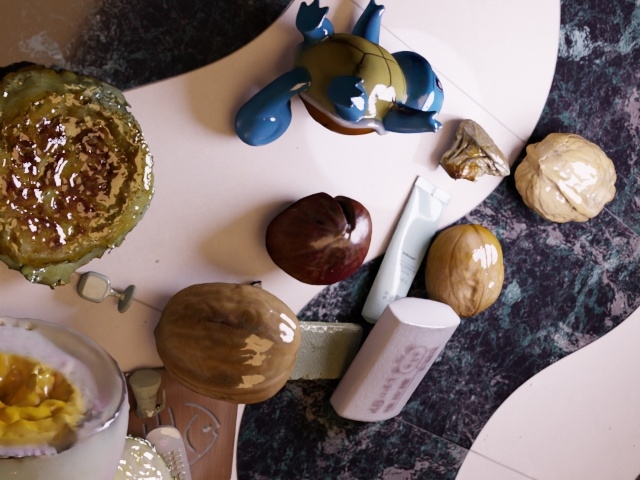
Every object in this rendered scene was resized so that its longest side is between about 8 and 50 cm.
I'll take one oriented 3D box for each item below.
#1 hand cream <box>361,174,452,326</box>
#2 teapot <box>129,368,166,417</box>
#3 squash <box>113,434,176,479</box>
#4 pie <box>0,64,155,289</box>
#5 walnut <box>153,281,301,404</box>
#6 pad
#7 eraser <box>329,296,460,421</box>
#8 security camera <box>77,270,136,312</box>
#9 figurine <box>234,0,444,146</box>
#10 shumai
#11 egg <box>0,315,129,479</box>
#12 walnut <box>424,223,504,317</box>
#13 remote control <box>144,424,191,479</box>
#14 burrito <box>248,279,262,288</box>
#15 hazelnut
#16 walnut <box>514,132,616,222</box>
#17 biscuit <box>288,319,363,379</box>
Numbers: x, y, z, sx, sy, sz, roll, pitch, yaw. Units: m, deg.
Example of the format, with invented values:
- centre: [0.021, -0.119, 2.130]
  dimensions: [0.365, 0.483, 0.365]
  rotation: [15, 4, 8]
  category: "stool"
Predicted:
- centre: [0.177, 0.032, 1.948]
  dimensions: [0.109, 0.067, 0.320]
  rotation: [28, 86, -37]
  category: "hand cream"
- centre: [-0.309, 0.280, 1.692]
  dimensions: [0.057, 0.067, 0.083]
  rotation: [-60, 156, -62]
  category: "teapot"
- centre: [-0.405, 0.484, 1.688]
  dimensions: [0.189, 0.189, 0.260]
  rotation: [28, 126, -37]
  category: "squash"
- centre: [-0.410, -0.098, 1.486]
  dimensions: [0.288, 0.103, 0.354]
  rotation: [-25, 116, -31]
  category: "pie"
- centre: [-0.165, 0.178, 1.666]
  dimensions: [0.261, 0.225, 0.225]
  rotation: [6, 106, 0]
  category: "walnut"
- centre: [-0.285, 0.370, 1.780]
  dimensions: [0.284, 0.018, 0.286]
  rotation: [-3, 108, -32]
  category: "pad"
- centre: [0.149, 0.244, 1.918]
  dimensions: [0.174, 0.095, 0.270]
  rotation: [6, 126, -37]
  category: "eraser"
- centre: [-0.369, 0.084, 1.615]
  dimensions: [0.092, 0.058, 0.058]
  rotation: [29, 90, -24]
  category: "security camera"
- centre: [0.059, -0.270, 1.665]
  dimensions: [0.416, 0.298, 0.243]
  rotation: [-13, 147, -27]
  category: "figurine"
- centre: [0.305, -0.172, 1.934]
  dimensions: [0.116, 0.145, 0.145]
  rotation: [-38, 126, 10]
  category: "shumai"
- centre: [-0.488, 0.341, 1.447]
  dimensions: [0.354, 0.354, 0.340]
  rotation: [-3, 122, -32]
  category: "egg"
- centre: [0.301, 0.065, 1.970]
  dimensions: [0.167, 0.167, 0.207]
  rotation: [-10, 113, -30]
  category: "walnut"
- centre: [-0.283, 0.435, 1.769]
  dimensions: [0.073, 0.044, 0.229]
  rotation: [-13, 120, -11]
  category: "remote control"
- centre: [-0.120, 0.161, 1.803]
  dimensions: [0.051, 0.042, 0.171]
  rotation: [-27, 125, -43]
  category: "burrito"
- centre: [0.000, 0.000, 1.747]
  dimensions: [0.204, 0.178, 0.178]
  rotation: [5, 104, -26]
  category: "hazelnut"
- centre: [0.527, -0.133, 2.035]
  dimensions: [0.245, 0.198, 0.198]
  rotation: [20, 95, -46]
  category: "walnut"
- centre: [-0.002, 0.220, 1.885]
  dimensions: [0.199, 0.040, 0.121]
  rotation: [6, 105, -43]
  category: "biscuit"
